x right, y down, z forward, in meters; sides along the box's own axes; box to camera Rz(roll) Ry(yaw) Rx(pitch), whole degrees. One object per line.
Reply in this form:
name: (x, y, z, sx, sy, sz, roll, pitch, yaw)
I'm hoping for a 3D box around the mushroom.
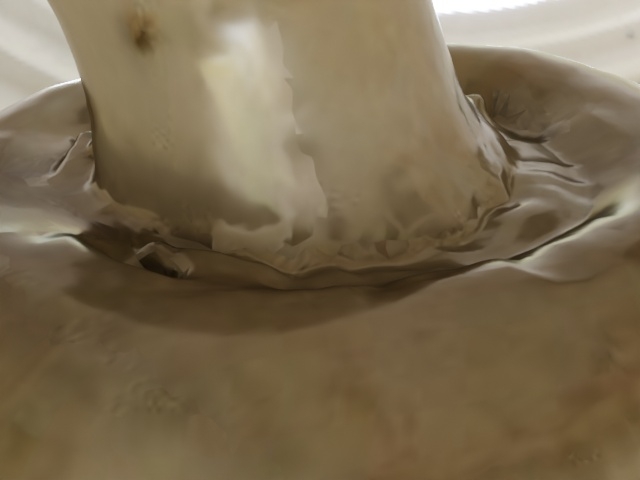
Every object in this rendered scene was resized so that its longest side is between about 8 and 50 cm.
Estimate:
mushroom: (0.000, 0.000, 0.415, 0.297, 0.290, 0.297, -4, -152, 2)
